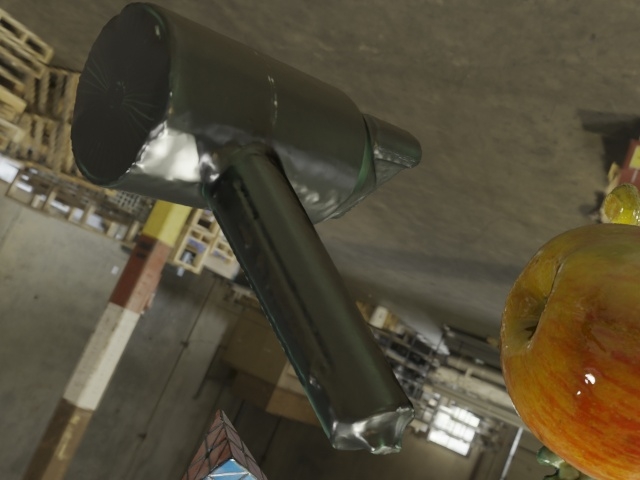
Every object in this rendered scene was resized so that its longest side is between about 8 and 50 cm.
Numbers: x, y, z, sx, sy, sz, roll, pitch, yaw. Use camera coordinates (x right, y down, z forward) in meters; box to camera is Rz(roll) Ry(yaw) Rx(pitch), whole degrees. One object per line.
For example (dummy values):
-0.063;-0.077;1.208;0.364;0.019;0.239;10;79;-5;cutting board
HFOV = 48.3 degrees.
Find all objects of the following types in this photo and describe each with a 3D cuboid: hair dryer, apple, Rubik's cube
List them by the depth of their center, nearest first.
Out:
0.000;0.000;0.455;0.244;0.116;0.302;11;-139;-44;hair dryer
0.343;0.123;0.850;0.302;0.301;0.301;23;171;4;apple
-0.146;0.454;1.360;0.178;0.211;0.190;34;155;-15;Rubik's cube

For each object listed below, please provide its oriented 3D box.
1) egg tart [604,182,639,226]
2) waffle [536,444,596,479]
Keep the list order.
0.586;-0.065;1.392;0.039;0.105;0.105;-5;174;-9;egg tart
0.445;0.315;0.936;0.310;0.291;0.056;10;156;29;waffle
